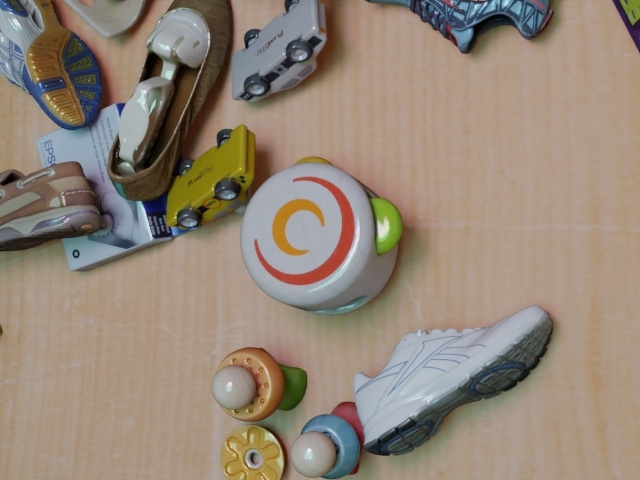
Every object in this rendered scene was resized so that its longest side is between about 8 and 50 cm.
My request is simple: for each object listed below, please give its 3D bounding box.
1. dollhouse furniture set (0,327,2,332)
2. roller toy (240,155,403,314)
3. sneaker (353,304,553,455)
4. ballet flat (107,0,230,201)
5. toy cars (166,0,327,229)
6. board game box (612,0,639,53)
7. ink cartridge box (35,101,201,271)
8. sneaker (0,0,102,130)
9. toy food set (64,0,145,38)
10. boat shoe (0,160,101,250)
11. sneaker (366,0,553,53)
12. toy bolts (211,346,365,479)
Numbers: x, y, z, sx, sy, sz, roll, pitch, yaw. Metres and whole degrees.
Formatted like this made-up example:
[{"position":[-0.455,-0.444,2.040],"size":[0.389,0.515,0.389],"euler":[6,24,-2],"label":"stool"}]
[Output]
[{"position":[-0.576,0.094,1.707],"size":[0.058,0.076,0.152],"euler":[-23,91,23],"label":"dollhouse furniture set"},{"position":[0.000,0.000,1.428],"size":[0.209,0.146,0.191],"euler":[36,94,25],"label":"roller toy"},{"position":[0.162,0.160,1.384],"size":[0.297,0.111,0.129],"euler":[-32,56,11],"label":"sneaker"},{"position":[-0.223,-0.221,1.511],"size":[0.116,0.124,0.342],"euler":[23,90,13],"label":"ballet flat"},{"position":[-0.089,-0.170,1.496],"size":[0.394,0.087,0.176],"euler":[-62,35,9],"label":"toy cars"},{"position":[0.439,-0.235,1.221],"size":[0.056,0.208,0.347],"euler":[-23,81,-7],"label":"board game box"},{"position":[-0.311,-0.088,1.612],"size":[0.224,0.045,0.223],"euler":[-20,82,21],"label":"ink cartridge box"},{"position":[-0.434,-0.276,1.641],"size":[0.296,0.112,0.131],"euler":[60,138,19],"label":"sneaker"},{"position":[-0.332,-0.483,1.545],"size":[0.219,0.092,0.306],"euler":[42,127,24],"label":"toy food set"},{"position":[-0.464,-0.049,1.607],"size":[0.324,0.123,0.116],"euler":[-10,85,28],"label":"boat shoe"},{"position":[0.171,-0.308,1.384],"size":[0.261,0.104,0.125],"euler":[5,94,23],"label":"sneaker"},{"position":[-0.059,0.274,1.443],"size":[0.228,0.158,0.218],"euler":[21,97,21],"label":"toy bolts"}]
